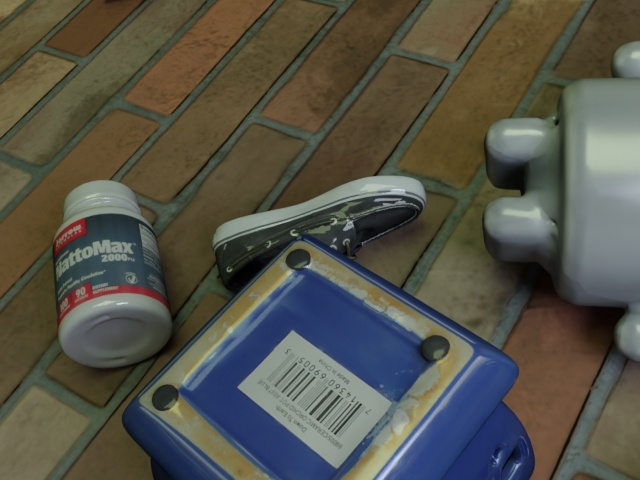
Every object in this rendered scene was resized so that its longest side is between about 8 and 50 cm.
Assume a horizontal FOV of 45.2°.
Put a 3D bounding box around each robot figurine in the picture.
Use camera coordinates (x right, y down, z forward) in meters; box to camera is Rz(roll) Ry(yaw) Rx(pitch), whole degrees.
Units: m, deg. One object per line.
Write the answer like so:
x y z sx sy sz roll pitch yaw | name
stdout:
0.320 -0.041 0.658 0.353 0.200 0.300 2 81 14 | robot figurine

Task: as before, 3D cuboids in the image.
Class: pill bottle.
-0.217 0.028 0.786 0.107 0.108 0.180 -19 51 -2 | pill bottle

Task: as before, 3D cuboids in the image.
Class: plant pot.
0.008 0.150 0.577 0.236 0.212 0.236 32 65 31 | plant pot

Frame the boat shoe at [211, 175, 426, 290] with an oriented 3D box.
0.000 0.000 0.780 0.228 0.080 0.076 -13 58 4 | boat shoe
